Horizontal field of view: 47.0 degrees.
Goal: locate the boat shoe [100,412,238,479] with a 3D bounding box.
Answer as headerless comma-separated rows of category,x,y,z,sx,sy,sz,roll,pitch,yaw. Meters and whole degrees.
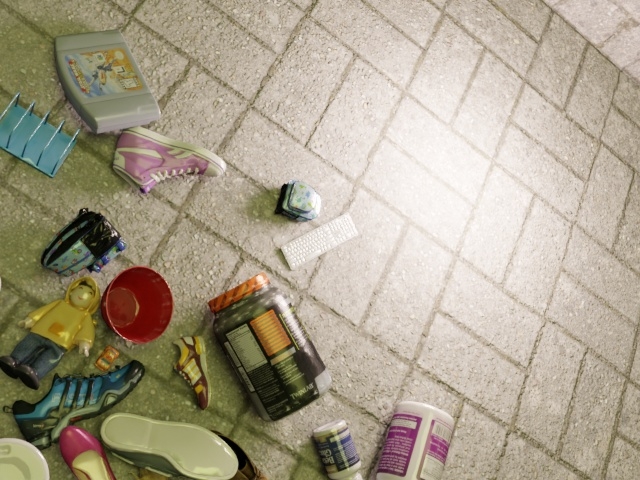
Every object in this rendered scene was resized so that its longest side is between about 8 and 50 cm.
boat shoe,-0.347,0.482,1.689,0.319,0.099,0.116,18,51,-6

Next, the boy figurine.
boy figurine,-0.586,0.202,1.670,0.177,0.092,0.285,27,54,12

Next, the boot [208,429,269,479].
boot,-0.182,0.582,1.780,0.305,0.115,0.112,49,57,-9

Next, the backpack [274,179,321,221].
backpack,-0.054,-0.108,2.073,0.114,0.084,0.105,24,67,-24

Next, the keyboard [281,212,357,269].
keyboard,0.000,0.000,2.111,0.256,0.014,0.072,-28,89,-31

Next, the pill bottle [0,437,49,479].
pill bottle,-0.641,0.477,1.461,0.160,0.283,0.160,9,71,-26

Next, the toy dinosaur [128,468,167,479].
toy dinosaur,-0.389,0.576,1.704,0.092,0.053,0.183,-35,93,-33

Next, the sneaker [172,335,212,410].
sneaker,-0.319,0.329,1.814,0.084,0.069,0.185,-5,72,-21

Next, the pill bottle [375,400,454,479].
pill bottle,0.245,0.600,1.973,0.169,0.169,0.301,30,63,-18

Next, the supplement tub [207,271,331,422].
supplement tub,-0.133,0.263,1.847,0.207,0.207,0.338,-28,89,-32

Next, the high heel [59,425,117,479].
high heel,-0.486,0.512,1.586,0.082,0.117,0.244,-25,113,-21

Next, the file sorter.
file sorter,-0.682,-0.256,1.766,0.170,0.104,0.118,32,62,-16

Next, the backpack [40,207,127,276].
backpack,-0.561,0.021,1.724,0.173,0.158,0.117,-46,117,-17

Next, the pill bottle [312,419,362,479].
pill bottle,0.050,0.563,1.921,0.094,0.094,0.169,-18,84,-31

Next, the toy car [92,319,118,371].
toy car,-0.524,0.247,1.737,0.060,0.040,0.122,-38,95,-31

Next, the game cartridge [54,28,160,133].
game cartridge,-0.553,-0.410,1.869,0.198,0.062,0.297,-16,67,-35

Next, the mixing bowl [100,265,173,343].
mixing bowl,-0.454,0.155,1.756,0.181,0.098,0.181,11,75,-45

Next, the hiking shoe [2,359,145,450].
hiking shoe,-0.539,0.341,1.657,0.304,0.113,0.132,-33,93,-32

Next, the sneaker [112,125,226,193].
sneaker,-0.395,-0.179,1.909,0.282,0.102,0.161,16,71,-12
